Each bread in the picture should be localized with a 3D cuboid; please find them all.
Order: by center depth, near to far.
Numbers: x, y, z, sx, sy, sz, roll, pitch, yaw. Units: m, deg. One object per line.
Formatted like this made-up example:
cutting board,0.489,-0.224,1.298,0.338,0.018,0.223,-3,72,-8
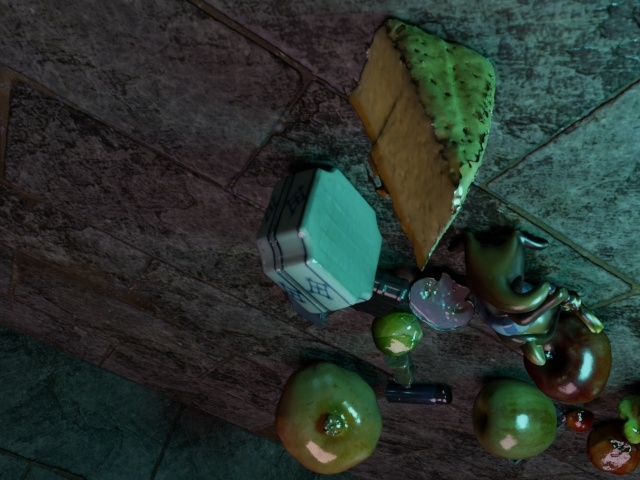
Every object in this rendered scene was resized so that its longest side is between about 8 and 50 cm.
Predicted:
bread,0.142,-0.172,0.967,0.279,0.315,0.248,29,144,1

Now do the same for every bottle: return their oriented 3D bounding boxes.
bottle,0.367,0.576,2.105,0.245,0.072,0.082,-8,117,33

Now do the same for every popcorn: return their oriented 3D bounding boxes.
popcorn,0.999,0.521,1.623,0.226,0.276,0.276,-10,156,-26

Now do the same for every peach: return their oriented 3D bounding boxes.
peach,0.895,0.623,1.939,0.098,0.061,0.098,4,144,3

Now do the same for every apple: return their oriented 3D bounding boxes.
apple,0.645,0.301,1.466,0.234,0.234,0.234,12,146,9
apple,0.630,0.578,1.836,0.234,0.256,0.256,3,148,-11

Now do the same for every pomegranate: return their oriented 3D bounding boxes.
pomegranate,0.033,0.659,2.091,0.412,0.411,0.411,12,146,9

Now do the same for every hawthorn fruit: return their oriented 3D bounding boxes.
hawthorn fruit,1.009,0.709,1.940,0.174,0.173,0.179,1,116,23

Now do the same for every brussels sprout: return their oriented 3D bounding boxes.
brussels sprout,0.227,0.273,1.701,0.155,0.155,0.117,13,-179,8

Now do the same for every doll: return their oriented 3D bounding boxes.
doll,0.474,0.122,1.339,0.318,0.209,0.339,29,162,51

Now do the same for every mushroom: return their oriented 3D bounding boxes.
mushroom,0.310,0.157,1.510,0.188,0.141,0.117,32,178,-13

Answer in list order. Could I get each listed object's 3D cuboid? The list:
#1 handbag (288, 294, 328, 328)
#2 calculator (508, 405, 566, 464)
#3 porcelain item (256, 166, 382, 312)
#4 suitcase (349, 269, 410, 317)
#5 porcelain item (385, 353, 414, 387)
handbag,-0.041,0.166,1.676,0.144,0.057,0.221,40,156,29
calculator,0.744,0.677,1.987,0.262,0.021,0.161,-43,121,7
porcelain item,0.000,0.000,1.281,0.157,0.281,0.286,-14,137,36
suitcase,0.113,0.134,1.546,0.206,0.066,0.285,20,162,-3
porcelain item,0.291,0.467,1.992,0.081,0.069,0.215,-9,138,16
